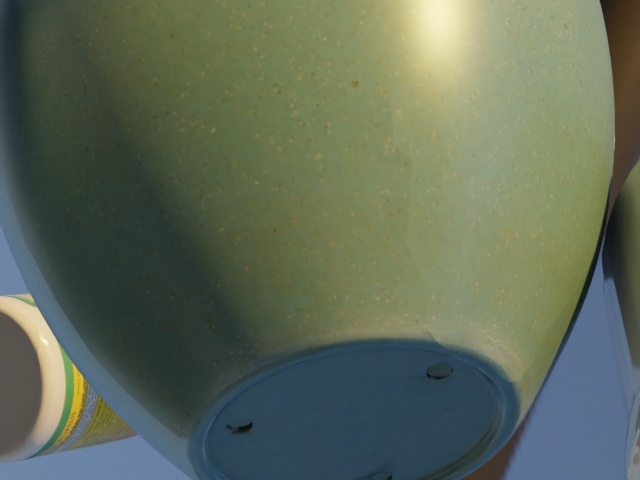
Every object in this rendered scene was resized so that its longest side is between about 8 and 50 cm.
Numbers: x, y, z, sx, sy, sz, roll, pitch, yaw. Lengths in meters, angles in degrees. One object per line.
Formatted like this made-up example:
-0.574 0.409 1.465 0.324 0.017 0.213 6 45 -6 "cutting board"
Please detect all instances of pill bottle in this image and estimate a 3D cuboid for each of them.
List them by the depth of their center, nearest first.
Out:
-0.179 0.095 1.146 0.118 0.208 0.117 1 -88 29 "pill bottle"

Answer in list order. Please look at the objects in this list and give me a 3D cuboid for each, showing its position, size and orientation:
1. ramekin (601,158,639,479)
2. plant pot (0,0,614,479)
0.254 0.031 0.657 0.277 0.277 0.135 -37 -142 28 "ramekin"
0.000 0.000 0.659 0.290 0.290 0.195 -36 -135 29 "plant pot"
